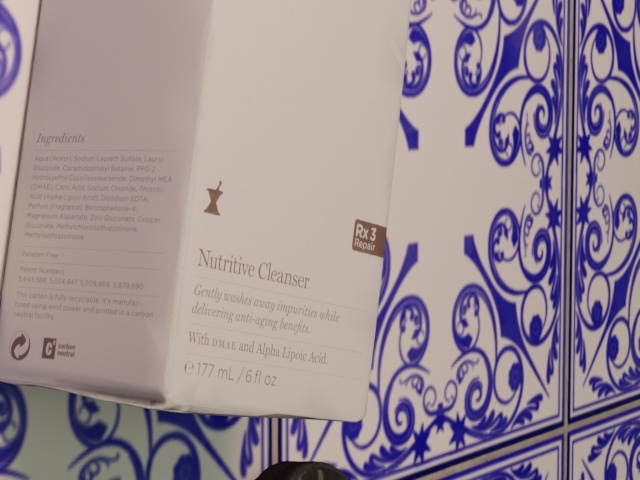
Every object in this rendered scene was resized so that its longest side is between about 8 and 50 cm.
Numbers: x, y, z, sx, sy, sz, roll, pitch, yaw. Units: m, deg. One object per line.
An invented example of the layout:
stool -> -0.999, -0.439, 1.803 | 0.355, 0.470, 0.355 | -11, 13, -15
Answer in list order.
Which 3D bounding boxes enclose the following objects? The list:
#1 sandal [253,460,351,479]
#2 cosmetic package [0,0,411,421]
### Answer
sandal -> 0.051, 0.353, 1.407 | 0.167, 0.107, 0.445 | -51, 120, -39
cosmetic package -> -0.065, -0.083, 1.128 | 0.217, 0.156, 0.385 | 11, 84, -54
